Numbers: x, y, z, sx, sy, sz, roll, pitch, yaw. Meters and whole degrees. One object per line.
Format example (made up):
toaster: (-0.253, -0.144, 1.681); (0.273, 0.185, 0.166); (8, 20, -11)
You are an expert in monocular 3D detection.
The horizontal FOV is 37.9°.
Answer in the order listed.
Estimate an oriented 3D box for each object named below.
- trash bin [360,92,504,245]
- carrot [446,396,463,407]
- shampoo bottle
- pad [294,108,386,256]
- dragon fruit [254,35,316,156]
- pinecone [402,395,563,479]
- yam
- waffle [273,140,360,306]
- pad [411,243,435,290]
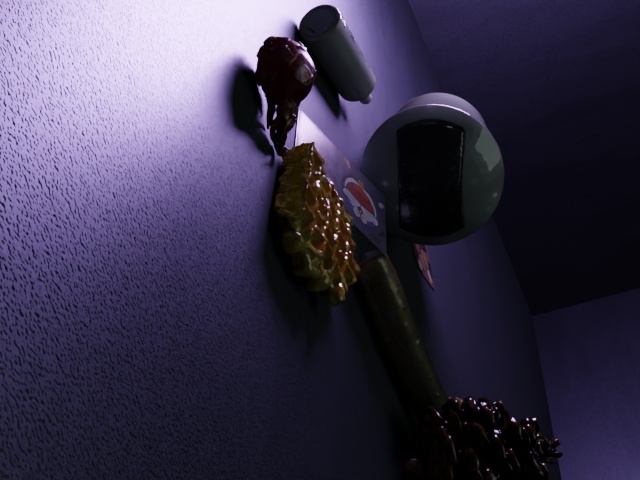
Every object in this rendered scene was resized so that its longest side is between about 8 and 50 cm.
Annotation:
trash bin: (0.238, -0.164, 1.954); (0.432, 0.280, 0.280); (-60, 131, -72)
carrot: (0.255, 0.383, 1.801); (0.173, 0.082, 0.082); (-75, 145, -48)
shampoo bottle: (0.046, -0.350, 1.836); (0.262, 0.085, 0.085); (49, 28, -55)
pad: (0.038, -0.097, 1.581); (0.245, 0.006, 0.170); (44, 30, -29)
dragon fruit: (-0.048, -0.221, 1.402); (0.094, 0.094, 0.191); (28, 54, -67)
pinecone: (0.269, 0.379, 1.557); (0.243, 0.257, 0.244); (0, 90, -72)
yam: (0.150, 0.188, 1.653); (0.083, 0.083, 0.372); (-67, 136, -65)
waffle: (0.001, 0.000, 1.391); (0.229, 0.057, 0.219); (-84, 152, -51)
pad: (0.234, -0.012, 2.250); (0.158, 0.003, 0.235); (48, 30, -55)
